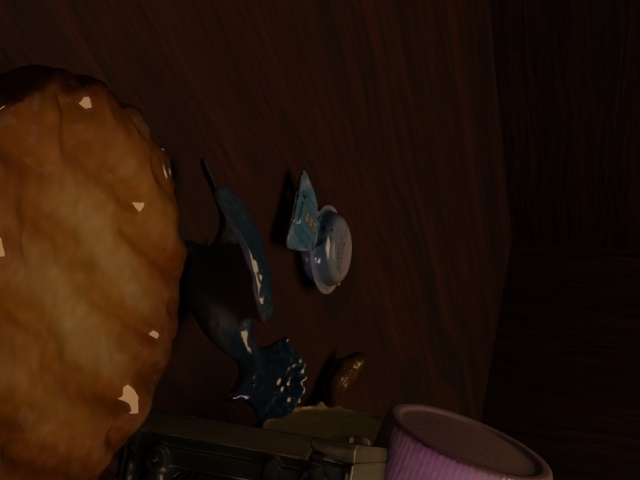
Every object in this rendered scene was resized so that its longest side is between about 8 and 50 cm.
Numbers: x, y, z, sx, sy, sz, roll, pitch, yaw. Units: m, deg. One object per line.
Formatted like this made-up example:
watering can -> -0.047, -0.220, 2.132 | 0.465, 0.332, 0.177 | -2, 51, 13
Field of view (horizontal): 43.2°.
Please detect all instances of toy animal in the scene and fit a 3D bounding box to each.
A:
toy animal -> -0.093, 0.046, 0.816 | 0.239, 0.176, 0.255 | 144, -44, -69

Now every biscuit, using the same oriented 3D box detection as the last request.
biscuit -> -0.209, 0.037, 0.592 | 0.326, 0.107, 0.325 | 7, 90, -72

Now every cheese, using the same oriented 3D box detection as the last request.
cheese -> 0.000, 0.000, 1.215 | 0.244, 0.052, 0.135 | 52, 44, -60

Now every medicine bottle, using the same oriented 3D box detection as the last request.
medicine bottle -> 0.105, 0.400, 0.915 | 0.388, 0.219, 0.219 | -70, 160, 4

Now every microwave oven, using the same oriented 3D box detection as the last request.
microwave oven -> -0.073, 0.278, 0.811 | 0.145, 0.241, 0.194 | 44, 53, -65

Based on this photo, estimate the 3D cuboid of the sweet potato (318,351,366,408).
sweet potato -> 0.023, 0.245, 1.329 | 0.053, 0.054, 0.182 | -58, 180, 36

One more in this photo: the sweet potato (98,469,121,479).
sweet potato -> -0.092, 0.305, 0.668 | 0.131, 0.337, 0.131 | -57, 162, -30

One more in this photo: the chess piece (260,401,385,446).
chess piece -> 0.006, 0.474, 1.127 | 0.234, 0.234, 0.442 | -13, 109, -69
